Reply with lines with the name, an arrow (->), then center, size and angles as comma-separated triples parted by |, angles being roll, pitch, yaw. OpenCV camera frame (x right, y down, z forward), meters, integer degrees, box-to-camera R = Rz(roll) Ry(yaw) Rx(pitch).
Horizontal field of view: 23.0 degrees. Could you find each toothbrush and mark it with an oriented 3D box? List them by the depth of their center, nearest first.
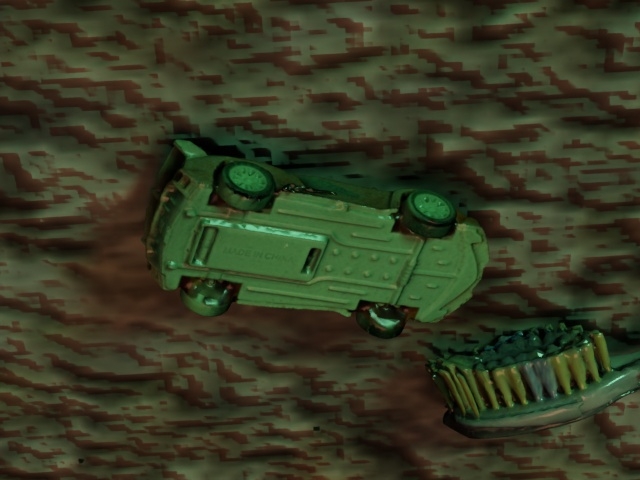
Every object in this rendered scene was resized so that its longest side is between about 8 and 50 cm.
toothbrush -> 0.236, -0.001, 0.567 | 0.413, 0.035, 0.042 | -19, 125, 12

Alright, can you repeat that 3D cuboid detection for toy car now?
toy car -> 0.000, 0.000, 0.556 | 0.122, 0.035, 0.059 | 7, 129, -20
